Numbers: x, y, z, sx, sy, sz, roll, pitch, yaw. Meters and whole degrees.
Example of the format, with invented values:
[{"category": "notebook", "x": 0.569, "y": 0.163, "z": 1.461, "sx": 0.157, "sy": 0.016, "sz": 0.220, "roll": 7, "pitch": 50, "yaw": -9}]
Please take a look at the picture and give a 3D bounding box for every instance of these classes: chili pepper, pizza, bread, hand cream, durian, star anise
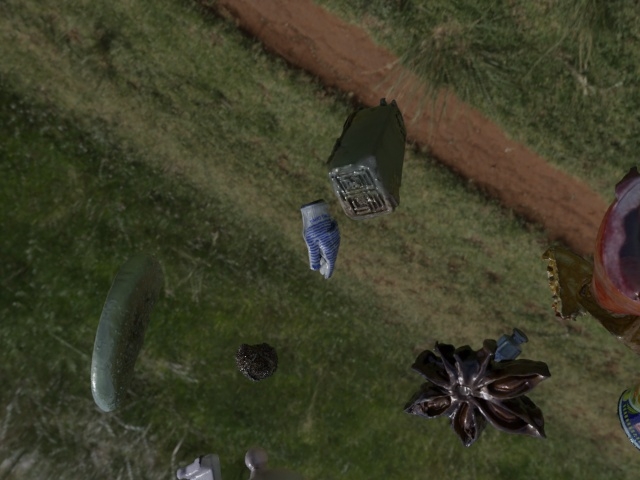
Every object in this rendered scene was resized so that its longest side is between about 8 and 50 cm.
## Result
[{"category": "chili pepper", "x": 0.493, "y": 0.031, "z": 0.854, "sx": 0.251, "sy": 0.229, "sz": 0.305, "roll": -28, "pitch": 158, "yaw": 7}, {"category": "pizza", "x": 0.552, "y": 0.115, "z": 1.416, "sx": 0.188, "sy": 0.199, "sz": 0.062, "roll": 38, "pitch": 140, "yaw": 7}, {"category": "bread", "x": 0.528, "y": 0.103, "z": 1.061, "sx": 0.143, "sy": 0.158, "sz": 0.149, "roll": 29, "pitch": 113, "yaw": -36}, {"category": "hand cream", "x": 0.396, "y": 0.320, "z": 1.558, "sx": 0.091, "sy": 0.058, "sz": 0.271, "roll": 27, "pitch": 111, "yaw": -38}, {"category": "bread", "x": -0.219, "y": 0.090, "z": 0.734, "sx": 0.036, "sy": 0.192, "sz": 0.112, "roll": 10, "pitch": 151, "yaw": 1}, {"category": "durian", "x": -0.123, "y": 0.228, "z": 1.232, "sx": 0.091, "sy": 0.080, "sz": 0.080, "roll": 38, "pitch": 158, "yaw": 39}, {"category": "star anise", "x": 0.251, "y": 0.236, "z": 1.006, "sx": 0.220, "sy": 0.099, "sz": 0.214, "roll": 17, "pitch": 130, "yaw": 19}]

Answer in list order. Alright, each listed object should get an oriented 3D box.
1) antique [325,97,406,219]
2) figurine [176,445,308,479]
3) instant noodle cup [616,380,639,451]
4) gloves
[{"category": "antique", "x": 0.111, "y": -0.196, "z": 1.404, "sx": 0.125, "sy": 0.284, "sz": 0.150, "roll": -10, "pitch": 133, "yaw": 26}, {"category": "figurine", "x": -0.097, "y": 0.411, "z": 0.990, "sx": 0.257, "sy": 0.182, "sz": 0.144, "roll": 14, "pitch": 120, "yaw": -37}, {"category": "instant noodle cup", "x": 0.886, "y": 0.384, "z": 1.521, "sx": 0.284, "sy": 0.284, "sz": 0.312, "roll": 29, "pitch": 143, "yaw": 1}, {"category": "gloves", "x": 0.003, "y": -0.003, "z": 1.793, "sx": 0.097, "sy": 0.119, "sz": 0.229, "roll": 11, "pitch": 117, "yaw": 48}]
